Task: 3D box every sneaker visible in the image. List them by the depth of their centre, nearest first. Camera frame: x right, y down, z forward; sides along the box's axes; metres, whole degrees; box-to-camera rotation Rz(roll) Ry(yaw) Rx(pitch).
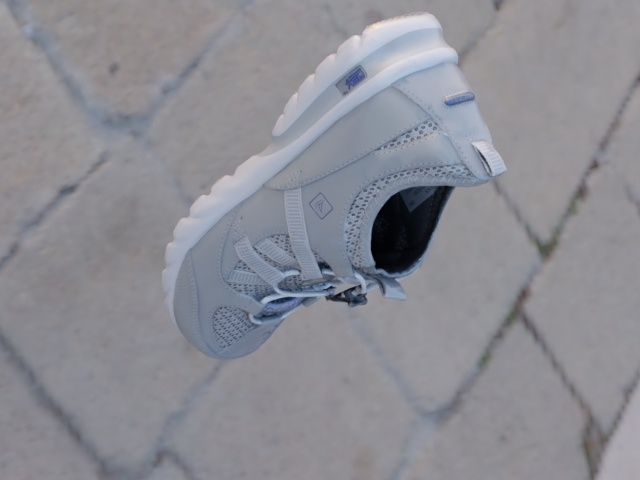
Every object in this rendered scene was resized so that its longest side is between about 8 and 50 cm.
[{"bbox_3d":[0.000,0.000,1.022,0.105,0.281,0.115,-18,67,-39],"label":"sneaker"}]
